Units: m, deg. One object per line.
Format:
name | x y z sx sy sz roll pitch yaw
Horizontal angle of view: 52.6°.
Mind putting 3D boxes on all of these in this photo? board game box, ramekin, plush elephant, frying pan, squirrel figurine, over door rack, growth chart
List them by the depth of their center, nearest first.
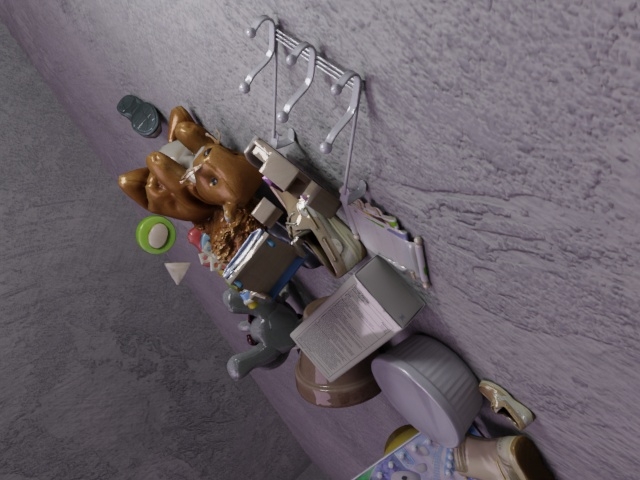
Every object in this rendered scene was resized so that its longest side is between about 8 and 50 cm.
over door rack | -0.032 -0.218 1.192 0.239 0.108 0.324 41 158 27
growth chart | 0.129 -0.010 1.335 0.237 0.021 0.172 36 154 35
ramekin | 0.258 0.343 1.519 0.273 0.127 0.273 43 158 22
board game box | 0.317 0.690 1.658 0.390 0.390 0.050 51 -169 -2
squirrel figurine | -0.257 -0.128 1.667 0.370 0.281 0.397 9 142 45
frying pan | -0.120 -0.025 1.732 0.326 0.053 0.197 37 172 25
plush elephant | -0.159 0.259 2.046 0.255 0.329 0.272 169 90 -76

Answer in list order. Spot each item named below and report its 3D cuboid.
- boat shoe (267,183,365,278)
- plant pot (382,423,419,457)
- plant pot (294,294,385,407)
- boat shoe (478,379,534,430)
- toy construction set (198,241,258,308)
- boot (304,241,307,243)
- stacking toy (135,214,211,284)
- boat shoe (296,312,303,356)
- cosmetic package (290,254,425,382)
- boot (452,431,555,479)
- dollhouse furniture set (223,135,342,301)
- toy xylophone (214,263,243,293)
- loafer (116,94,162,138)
boat shoe | -0.030 -0.044 1.495 0.302 0.098 0.109 48 159 7
plant pot | 0.284 0.635 1.829 0.254 0.254 0.239 52 175 -3
plant pot | 0.044 0.280 1.735 0.263 0.263 0.230 22 129 52
boat shoe | 0.387 0.350 1.378 0.135 0.045 0.050 33 154 38
toy construction set | -0.212 0.073 1.908 0.327 0.215 0.151 25 147 49
boot | 0.000 0.000 1.600 0.118 0.042 0.087 54 155 -17
stacking toy | -0.433 -0.016 2.135 0.309 0.279 0.130 55 161 -23
boat shoe | -0.058 0.331 2.229 0.068 0.081 0.228 42 151 29
cosmetic package | 0.076 0.184 1.482 0.160 0.113 0.309 49 135 5
boot | 0.431 0.560 1.511 0.203 0.095 0.262 -12 112 50
dollhouse furniture set | -0.150 -0.041 1.348 0.198 0.303 0.286 39 -175 23
toy xylophone | -0.329 0.108 2.402 0.323 0.081 0.236 54 159 -11
loafer | -0.554 -0.384 2.047 0.267 0.096 0.084 41 178 42
